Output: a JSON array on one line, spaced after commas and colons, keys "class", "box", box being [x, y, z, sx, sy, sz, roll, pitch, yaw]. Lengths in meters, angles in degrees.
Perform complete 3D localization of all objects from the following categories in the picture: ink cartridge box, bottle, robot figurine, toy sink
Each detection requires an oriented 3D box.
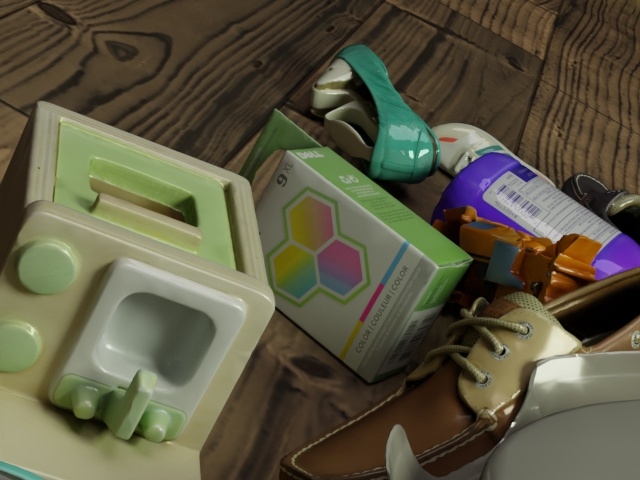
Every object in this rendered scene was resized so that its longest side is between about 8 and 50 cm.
[{"class": "ink cartridge box", "box": [0.000, 0.000, 1.089, 0.209, 0.109, 0.062, 39, 24, 22]}, {"class": "bottle", "box": [0.240, 0.030, 1.321, 0.283, 0.092, 0.118, 36, 34, 16]}, {"class": "robot figurine", "box": [0.176, 0.035, 1.142, 0.211, 0.085, 0.291, 21, 0, -20]}, {"class": "toy sink", "box": [-0.122, 0.035, 0.847, 0.153, 0.131, 0.234, 21, 25, -17]}]

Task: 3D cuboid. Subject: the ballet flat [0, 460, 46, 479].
[{"class": "ballet flat", "box": [-0.237, 0.121, 0.559, 0.280, 0.095, 0.096, 10, 33, 6]}]

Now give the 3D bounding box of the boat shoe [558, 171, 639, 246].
[{"class": "boat shoe", "box": [0.312, -0.006, 1.480, 0.103, 0.092, 0.285, 25, 24, -12]}]

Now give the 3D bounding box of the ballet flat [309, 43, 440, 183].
[{"class": "ballet flat", "box": [0.038, -0.137, 1.463, 0.087, 0.083, 0.247, 1, 31, -24]}]

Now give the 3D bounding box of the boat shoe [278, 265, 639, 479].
[{"class": "boat shoe", "box": [0.117, 0.091, 0.906, 0.324, 0.120, 0.122, -17, 19, -31]}]

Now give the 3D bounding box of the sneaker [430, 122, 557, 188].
[{"class": "sneaker", "box": [0.179, -0.070, 1.507, 0.161, 0.057, 0.075, 32, 17, 1]}]

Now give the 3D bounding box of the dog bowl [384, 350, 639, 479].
[{"class": "dog bowl", "box": [0.202, 0.157, 0.706, 0.348, 0.102, 0.349, 1, 14, 0]}]
